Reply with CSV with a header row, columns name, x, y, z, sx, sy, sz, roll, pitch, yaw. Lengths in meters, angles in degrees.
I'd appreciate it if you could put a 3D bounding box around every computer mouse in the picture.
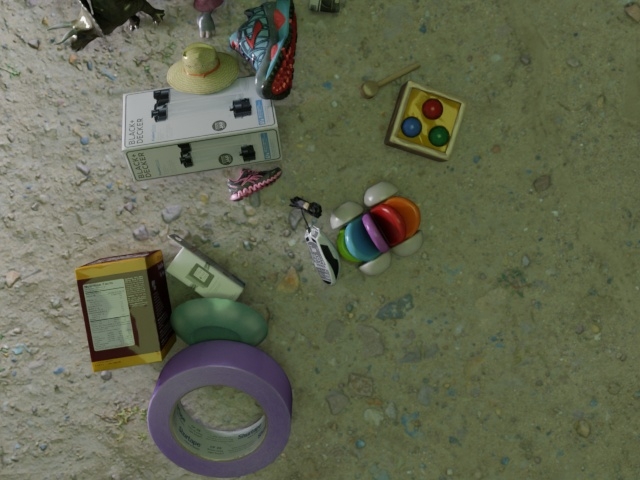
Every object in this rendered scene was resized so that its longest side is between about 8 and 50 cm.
name,x,y,z,sx,sy,sz,roll,pitch,yaw
computer mouse,0.000,0.000,1.489,0.042,0.106,0.192,-27,107,-22

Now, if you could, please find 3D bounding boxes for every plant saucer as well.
name,x,y,z,sx,sy,sz,roll,pitch,yaw
plant saucer,-0.201,0.182,1.443,0.195,0.194,0.037,5,50,-3

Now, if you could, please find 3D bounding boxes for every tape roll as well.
name,x,y,z,sx,sy,sz,roll,pitch,yaw
tape roll,-0.193,0.333,1.444,0.275,0.090,0.274,0,117,1

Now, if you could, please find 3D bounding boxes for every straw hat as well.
name,x,y,z,sx,sy,sz,roll,pitch,yaw
straw hat,-0.232,-0.348,1.422,0.145,0.061,0.144,-3,50,3

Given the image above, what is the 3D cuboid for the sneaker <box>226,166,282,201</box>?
name,x,y,z,sx,sy,sz,roll,pitch,yaw
sneaker,-0.136,-0.126,1.491,0.119,0.047,0.057,-26,83,-2

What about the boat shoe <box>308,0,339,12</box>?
name,x,y,z,sx,sy,sz,roll,pitch,yaw
boat shoe,0.022,-0.563,1.455,0.070,0.078,0.219,6,101,-3

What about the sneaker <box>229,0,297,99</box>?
name,x,y,z,sx,sy,sz,roll,pitch,yaw
sneaker,-0.113,-0.358,1.409,0.125,0.104,0.261,-1,49,7

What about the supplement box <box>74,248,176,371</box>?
name,x,y,z,sx,sy,sz,roll,pitch,yaw
supplement box,-0.368,0.128,1.417,0.129,0.191,0.194,-9,95,-3

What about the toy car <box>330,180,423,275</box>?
name,x,y,z,sx,sy,sz,roll,pitch,yaw
toy car,0.117,-0.021,1.461,0.182,0.136,0.159,-31,95,-1

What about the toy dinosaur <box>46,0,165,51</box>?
name,x,y,z,sx,sy,sz,roll,pitch,yaw
toy dinosaur,-0.380,-0.493,1.389,0.121,0.160,0.313,19,94,37

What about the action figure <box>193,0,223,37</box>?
name,x,y,z,sx,sy,sz,roll,pitch,yaw
action figure,-0.182,-0.541,1.354,0.370,0.276,0.248,-32,104,-15

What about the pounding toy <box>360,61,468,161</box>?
name,x,y,z,sx,sy,sz,roll,pitch,yaw
pounding toy,0.181,-0.274,1.469,0.206,0.094,0.180,17,93,-4

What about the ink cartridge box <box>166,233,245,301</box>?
name,x,y,z,sx,sy,sz,roll,pitch,yaw
ink cartridge box,-0.240,0.063,1.464,0.180,0.104,0.060,36,90,-4

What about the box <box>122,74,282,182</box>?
name,x,y,z,sx,sy,sz,roll,pitch,yaw
box,-0.227,-0.218,1.412,0.290,0.087,0.169,-8,51,-1
